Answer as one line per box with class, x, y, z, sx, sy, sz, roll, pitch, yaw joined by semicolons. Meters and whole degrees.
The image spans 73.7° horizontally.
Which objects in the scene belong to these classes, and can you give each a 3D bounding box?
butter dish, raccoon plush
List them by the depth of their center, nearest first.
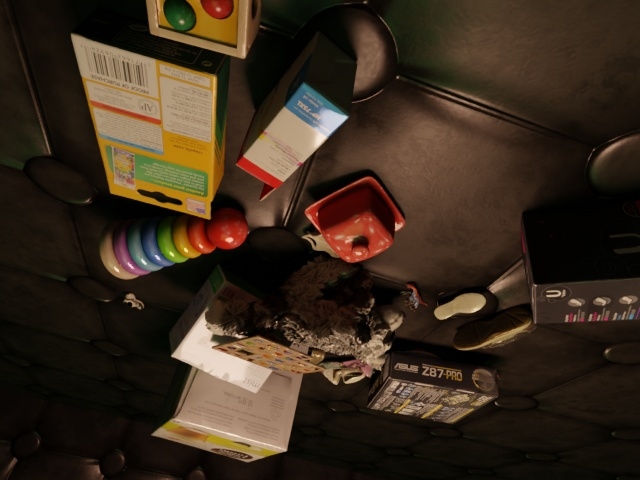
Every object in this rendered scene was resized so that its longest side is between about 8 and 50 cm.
butter dish;0.071;-0.015;0.820;0.160;0.118;0.160;-26;131;22
raccoon plush;-0.018;0.195;1.063;0.445;0.216;0.299;1;146;15

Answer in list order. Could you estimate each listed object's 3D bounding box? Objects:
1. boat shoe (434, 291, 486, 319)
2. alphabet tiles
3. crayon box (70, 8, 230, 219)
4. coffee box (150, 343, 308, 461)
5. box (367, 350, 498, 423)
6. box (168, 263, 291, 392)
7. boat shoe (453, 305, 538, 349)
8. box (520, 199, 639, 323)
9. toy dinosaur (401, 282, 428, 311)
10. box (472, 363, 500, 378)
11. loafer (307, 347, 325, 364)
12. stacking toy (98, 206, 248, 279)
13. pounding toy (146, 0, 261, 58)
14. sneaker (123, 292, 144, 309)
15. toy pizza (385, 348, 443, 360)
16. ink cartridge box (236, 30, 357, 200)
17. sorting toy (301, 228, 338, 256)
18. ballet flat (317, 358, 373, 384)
boat shoe;0.345;0.158;1.049;0.137;0.049;0.043;-32;168;39
alphabet tiles;-0.110;0.278;1.016;0.237;0.009;0.198;31;144;-31
crayon box;-0.269;-0.189;0.726;0.202;0.083;0.323;15;141;-5
coffee box;-0.282;0.467;1.351;0.337;0.339;0.334;25;140;-17
box;0.338;0.484;1.374;0.317;0.097;0.395;11;146;3
box;-0.216;0.235;1.116;0.261;0.126;0.231;34;92;-28
boat shoe;0.448;0.242;1.098;0.073;0.080;0.223;35;132;-20
box;0.512;0.039;0.755;0.270;0.166;0.143;-8;139;22
toy dinosaur;0.233;0.135;1.067;0.090;0.047;0.082;-13;139;-24
box;0.501;0.447;1.387;0.093;0.027;0.137;16;142;-5
loafer;-0.034;0.397;1.438;0.050;0.056;0.148;24;130;-15
stacking toy;-0.313;-0.009;0.945;0.329;0.141;0.141;-12;137;16
pounding toy;-0.108;-0.332;0.497;0.180;0.094;0.206;14;143;-4
sneaker;-0.585;0.198;1.331;0.031;0.037;0.083;-6;141;18
toy pizza;0.294;0.381;1.348;0.201;0.032;0.201;7;146;5
ink cartridge box;-0.050;-0.176;0.646;0.077;0.134;0.231;30;138;-24
sorting toy;0.000;0.000;0.937;0.075;0.045;0.083;-10;140;36
ballet flat;0.077;0.445;1.447;0.221;0.079;0.077;-14;137;29
